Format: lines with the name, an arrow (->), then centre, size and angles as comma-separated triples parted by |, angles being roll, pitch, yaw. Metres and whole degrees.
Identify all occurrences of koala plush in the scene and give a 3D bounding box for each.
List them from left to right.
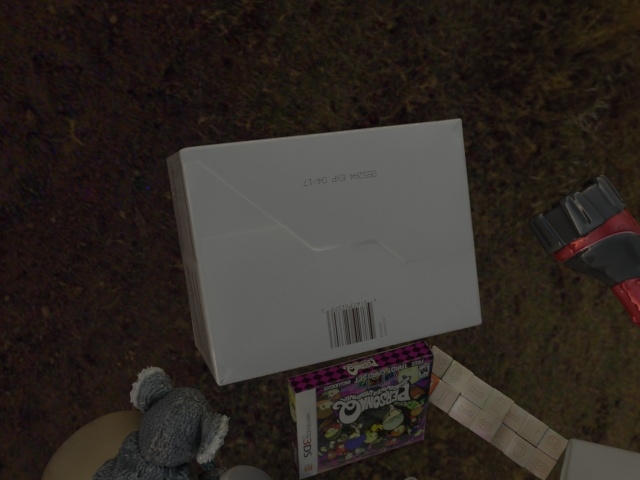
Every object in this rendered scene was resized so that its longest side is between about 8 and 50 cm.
koala plush -> -0.229, 0.315, 0.914 | 0.203, 0.196, 0.221 | -18, 139, -61

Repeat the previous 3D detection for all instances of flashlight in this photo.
flashlight -> 0.354, 0.075, 0.653 | 0.103, 0.304, 0.103 | -34, 170, 10

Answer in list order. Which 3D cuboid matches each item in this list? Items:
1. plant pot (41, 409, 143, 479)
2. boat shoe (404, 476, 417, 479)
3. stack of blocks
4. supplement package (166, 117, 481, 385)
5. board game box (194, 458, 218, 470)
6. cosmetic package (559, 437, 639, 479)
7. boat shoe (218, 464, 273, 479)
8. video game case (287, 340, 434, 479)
plant pot -> -0.360, 0.516, 1.164 | 0.257, 0.274, 0.256 | -25, 130, -35
boat shoe -> 0.133, 0.443, 0.907 | 0.367, 0.136, 0.156 | 6, 64, -43
stack of blocks -> 0.302, 0.317, 1.129 | 0.087, 0.297, 0.171 | -54, 172, -6
supplement package -> 0.000, 0.000, 0.594 | 0.262, 0.145, 0.203 | -9, 97, -18
board game box -> -0.286, 0.386, 1.235 | 0.026, 0.126, 0.186 | -38, 122, -12
cosmetic package -> 0.553, 0.526, 0.864 | 0.329, 0.394, 0.327 | 49, 54, -48
boat shoe -> -0.085, 0.447, 0.961 | 0.088, 0.096, 0.267 | -30, 129, 19
video game case -> 0.065, 0.275, 0.972 | 0.232, 0.042, 0.210 | -11, 126, -16
